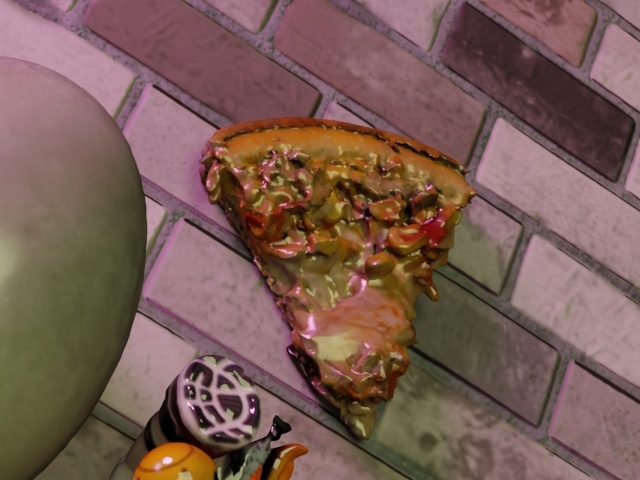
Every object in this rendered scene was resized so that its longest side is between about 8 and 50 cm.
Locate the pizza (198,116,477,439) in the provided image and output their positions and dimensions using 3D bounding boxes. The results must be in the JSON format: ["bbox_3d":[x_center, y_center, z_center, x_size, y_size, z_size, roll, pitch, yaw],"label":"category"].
[{"bbox_3d":[0.000,0.000,1.435,0.251,0.074,0.288,27,55,-14],"label":"pizza"}]

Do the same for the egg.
[{"bbox_3d":[-0.255,0.029,1.156,0.258,0.258,0.352,23,57,-19],"label":"egg"}]

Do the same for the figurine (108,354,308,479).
[{"bbox_3d":[-0.089,0.274,1.155,0.323,0.196,0.320,-82,157,-49],"label":"figurine"}]
